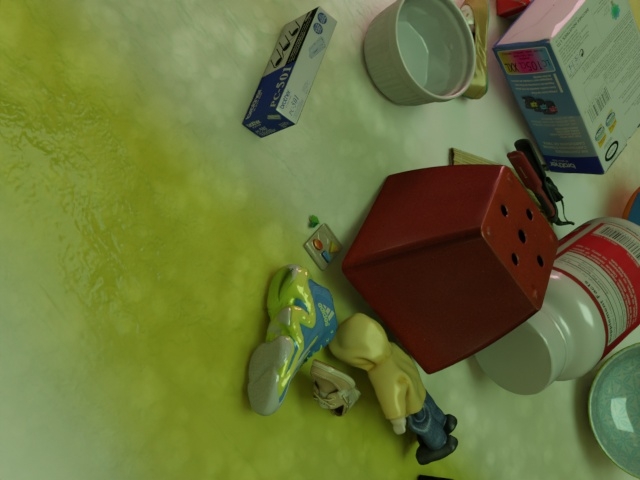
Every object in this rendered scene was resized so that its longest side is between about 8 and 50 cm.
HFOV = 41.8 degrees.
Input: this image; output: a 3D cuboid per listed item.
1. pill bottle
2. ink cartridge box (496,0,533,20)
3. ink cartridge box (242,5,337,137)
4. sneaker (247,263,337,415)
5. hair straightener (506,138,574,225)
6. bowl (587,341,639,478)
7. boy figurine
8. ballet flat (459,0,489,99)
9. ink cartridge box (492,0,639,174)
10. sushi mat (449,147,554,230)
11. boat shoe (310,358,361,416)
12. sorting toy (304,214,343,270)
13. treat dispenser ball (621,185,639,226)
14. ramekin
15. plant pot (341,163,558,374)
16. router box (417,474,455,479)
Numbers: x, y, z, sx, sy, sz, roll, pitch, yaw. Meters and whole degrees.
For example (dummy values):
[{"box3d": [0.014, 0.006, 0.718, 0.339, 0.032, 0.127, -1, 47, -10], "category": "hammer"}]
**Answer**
[{"box3d": [0.479, 0.125, 1.611, 0.408, 0.229, 0.229, -28, 100, -37], "category": "pill bottle"}, {"box3d": [0.446, -0.539, 1.788, 0.231, 0.078, 0.134, 4, 81, -38], "category": "ink cartridge box"}, {"box3d": [-0.048, -0.269, 1.340, 0.046, 0.097, 0.207, 33, 63, -30], "category": "ink cartridge box"}, {"box3d": [-0.030, 0.161, 1.290, 0.126, 0.091, 0.240, 26, 66, -33], "category": "sneaker"}, {"box3d": [0.470, -0.122, 1.737, 0.230, 0.047, 0.089, 49, 55, -21], "category": "hair straightener"}, {"box3d": [0.705, 0.356, 1.780, 0.156, 0.289, 0.289, 32, 54, -79], "category": "bowl"}, {"box3d": [0.122, 0.244, 1.383, 0.285, 0.092, 0.177, 50, 23, -19], "category": "boy figurine"}, {"box3d": [0.291, -0.394, 1.646, 0.073, 0.080, 0.232, 4, 79, -23], "category": "ballet flat"}, {"box3d": [0.553, -0.323, 1.746, 0.270, 0.151, 0.395, -48, 121, -23], "category": "ink cartridge box"}, {"box3d": [0.371, -0.081, 1.692, 0.316, 0.019, 0.151, 13, 74, -37], "category": "sushi mat"}, {"box3d": [0.019, 0.235, 1.301, 0.059, 0.063, 0.170, -60, 151, -15], "category": "boat shoe"}, {"box3d": [0.000, 0.000, 1.389, 0.062, 0.012, 0.083, -48, 112, -33], "category": "sorting toy"}, {"box3d": [0.821, -0.022, 1.869, 0.288, 0.288, 0.288, 7, 78, -38], "category": "treat dispenser ball"}, {"box3d": [0.174, -0.343, 1.522, 0.207, 0.109, 0.207, 7, 79, -38], "category": "ramekin"}, {"box3d": [0.240, 0.026, 1.400, 0.267, 0.236, 0.267, 51, 44, -21], "category": "plant pot"}, {"box3d": [0.270, 0.578, 1.465, 0.309, 0.081, 0.243, 32, 65, -30], "category": "router box"}]
